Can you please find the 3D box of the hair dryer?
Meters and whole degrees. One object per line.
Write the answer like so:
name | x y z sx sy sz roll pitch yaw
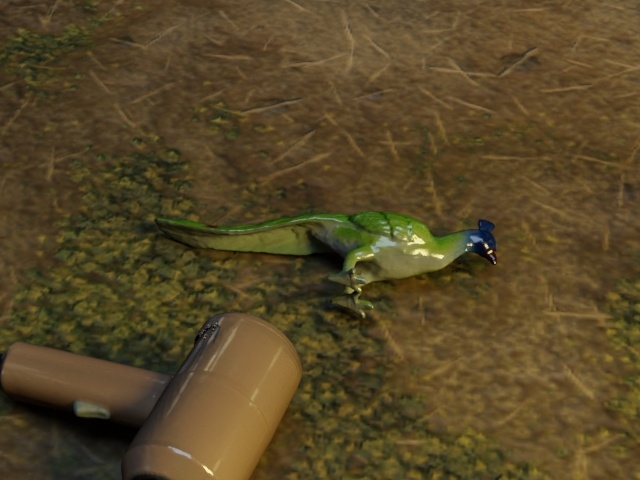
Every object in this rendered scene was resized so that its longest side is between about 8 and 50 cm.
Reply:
hair dryer | -0.112 0.088 0.776 0.181 0.064 0.117 9 42 21

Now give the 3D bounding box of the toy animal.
toy animal | 0.000 0.011 0.878 0.217 0.041 0.075 0 39 4
